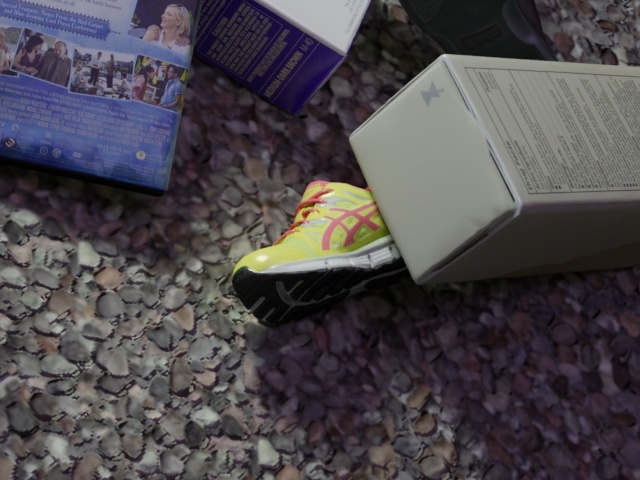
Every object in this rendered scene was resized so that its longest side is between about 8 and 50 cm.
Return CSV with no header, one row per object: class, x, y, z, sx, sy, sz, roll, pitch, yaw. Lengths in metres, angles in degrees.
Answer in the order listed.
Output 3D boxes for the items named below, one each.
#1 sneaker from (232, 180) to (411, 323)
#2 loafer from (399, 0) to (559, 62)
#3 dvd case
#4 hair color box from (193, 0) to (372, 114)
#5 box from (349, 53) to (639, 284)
sneaker,0.000,0.000,1.365,0.208,0.081,0.094,-15,69,-47
loafer,0.128,-0.222,1.493,0.095,0.109,0.302,-90,156,-45
dvd case,-0.183,-0.173,1.321,0.180,0.022,0.253,12,81,-13
hair color box,-0.112,-0.275,1.449,0.339,0.110,0.185,32,52,-11
box,0.186,-0.058,1.428,0.311,0.121,0.148,-2,61,-46
